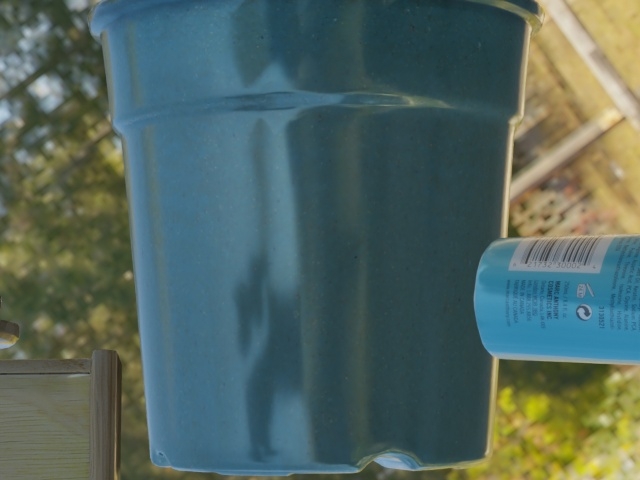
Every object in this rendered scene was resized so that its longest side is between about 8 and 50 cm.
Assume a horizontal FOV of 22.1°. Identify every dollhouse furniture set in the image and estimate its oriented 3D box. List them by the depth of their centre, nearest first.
[{"bbox_3d":[-0.176,0.129,0.822,0.242,0.161,0.212,102,167,-76],"label":"dollhouse furniture set"}]

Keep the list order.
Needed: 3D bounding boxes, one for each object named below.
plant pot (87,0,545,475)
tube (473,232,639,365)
[{"bbox_3d":[0.000,0.000,1.218,0.341,0.341,0.334,28,-119,-82],"label":"plant pot"},{"bbox_3d":[0.164,0.023,0.656,0.052,0.207,0.080,49,-130,-46],"label":"tube"}]
